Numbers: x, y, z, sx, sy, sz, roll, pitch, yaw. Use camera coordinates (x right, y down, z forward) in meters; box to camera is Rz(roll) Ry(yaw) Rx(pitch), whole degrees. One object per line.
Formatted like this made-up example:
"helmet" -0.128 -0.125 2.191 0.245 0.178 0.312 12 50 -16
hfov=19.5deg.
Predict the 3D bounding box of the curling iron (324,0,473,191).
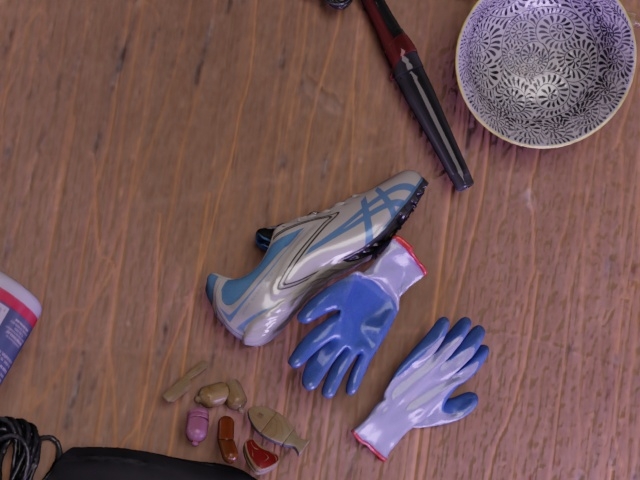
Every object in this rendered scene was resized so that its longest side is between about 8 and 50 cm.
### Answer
"curling iron" 0.065 -0.164 1.741 0.068 0.035 0.274 -31 87 -14

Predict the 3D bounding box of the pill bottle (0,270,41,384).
"pill bottle" -0.321 0.107 1.549 0.108 0.108 0.180 30 73 -7

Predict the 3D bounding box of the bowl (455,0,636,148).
"bowl" 0.204 -0.176 1.743 0.170 0.080 0.170 -1 104 -5

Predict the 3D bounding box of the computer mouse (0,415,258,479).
"computer mouse" -0.158 0.247 1.581 0.272 0.072 0.188 4 77 -13

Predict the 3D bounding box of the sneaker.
"sneaker" 0.000 0.000 1.668 0.237 0.085 0.086 -37 80 -22

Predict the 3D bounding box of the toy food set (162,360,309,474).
"toy food set" -0.078 0.164 1.632 0.122 0.019 0.078 40 53 13

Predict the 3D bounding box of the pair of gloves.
"pair of gloves" 0.067 0.103 1.659 0.159 0.023 0.198 -47 116 -11

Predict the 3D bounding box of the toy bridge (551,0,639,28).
"toy bridge" 0.221 -0.234 1.778 0.188 0.063 0.026 15 65 -11
